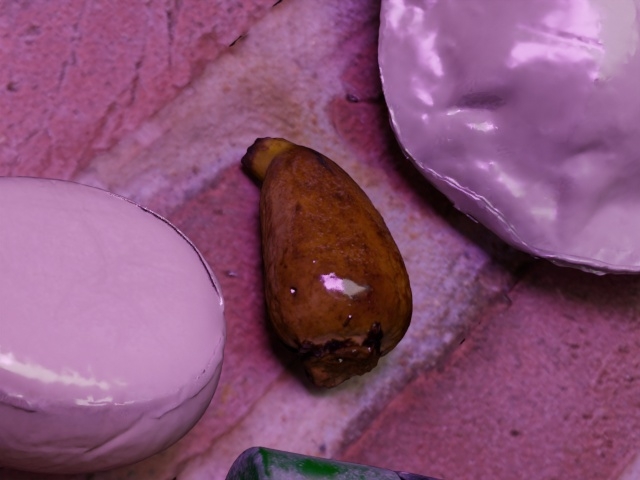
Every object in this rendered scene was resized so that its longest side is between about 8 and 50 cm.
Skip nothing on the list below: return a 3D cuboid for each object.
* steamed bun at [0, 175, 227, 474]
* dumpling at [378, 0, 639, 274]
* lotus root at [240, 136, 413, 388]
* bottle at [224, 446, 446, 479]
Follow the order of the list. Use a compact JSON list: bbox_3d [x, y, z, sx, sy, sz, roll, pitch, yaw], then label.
[{"bbox_3d":[-0.174,0.057,1.025,0.228,0.131,0.177,11,51,-21],"label":"steamed bun"},{"bbox_3d":[0.176,-0.121,1.276,0.341,0.181,0.260,50,61,-25],"label":"dumpling"},{"bbox_3d":[0.000,0.000,1.172,0.108,0.094,0.191,26,42,-57],"label":"lotus root"},{"bbox_3d":[0.097,0.206,1.115,0.330,0.093,0.093,14,60,-21],"label":"bottle"}]
